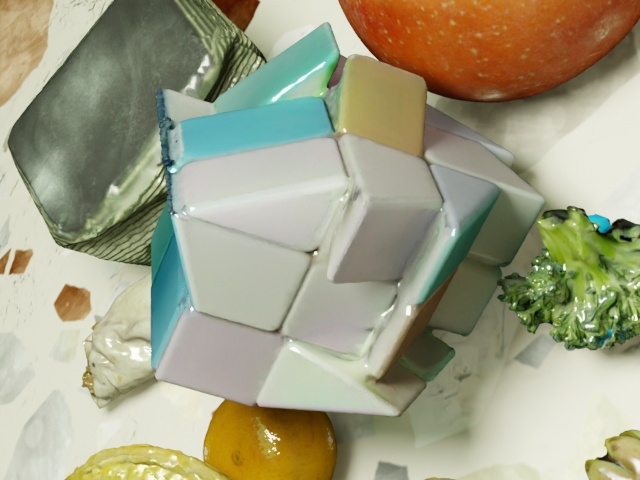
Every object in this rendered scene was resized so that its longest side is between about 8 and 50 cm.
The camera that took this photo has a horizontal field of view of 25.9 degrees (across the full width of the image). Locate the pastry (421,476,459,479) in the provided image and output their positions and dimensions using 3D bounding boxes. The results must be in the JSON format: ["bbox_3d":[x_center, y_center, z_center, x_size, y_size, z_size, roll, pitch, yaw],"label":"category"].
[{"bbox_3d":[0.113,0.326,1.325,0.192,0.093,0.182,-33,54,-5],"label":"pastry"}]

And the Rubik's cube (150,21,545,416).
[{"bbox_3d":[0.000,0.000,1.386,0.387,0.368,0.358,-103,34,-57],"label":"Rubik's cube"}]

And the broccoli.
[{"bbox_3d":[0.256,0.025,1.316,0.167,0.160,0.154,10,50,44],"label":"broccoli"}]

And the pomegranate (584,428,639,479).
[{"bbox_3d":[0.330,0.235,1.163,0.190,0.159,0.241,-33,48,25],"label":"pomegranate"}]

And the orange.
[{"bbox_3d":[-0.051,0.229,1.511,0.156,0.124,0.156,0,90,39],"label":"orange"}]

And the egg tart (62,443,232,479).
[{"bbox_3d":[-0.178,0.352,1.464,0.294,0.294,0.123,-31,15,27],"label":"egg tart"}]

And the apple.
[{"bbox_3d":[0.182,-0.312,1.442,0.348,0.277,0.348,-18,61,35],"label":"apple"}]

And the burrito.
[{"bbox_3d":[-0.156,0.069,1.682,0.392,0.076,0.117,-35,93,22],"label":"burrito"}]

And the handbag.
[{"bbox_3d":[-0.185,-0.130,1.700,0.340,0.240,0.247,-48,52,15],"label":"handbag"}]
